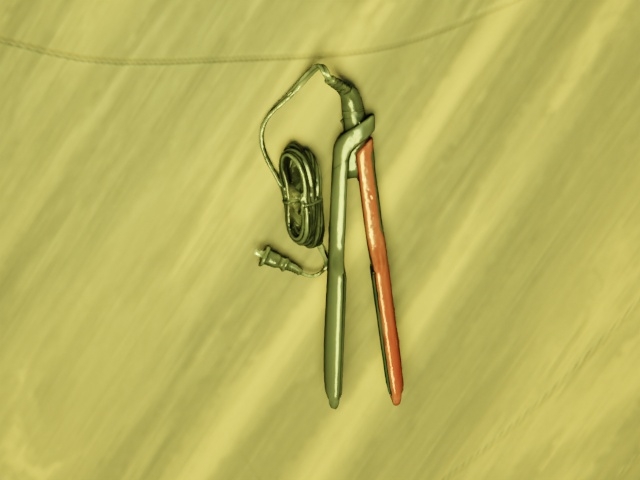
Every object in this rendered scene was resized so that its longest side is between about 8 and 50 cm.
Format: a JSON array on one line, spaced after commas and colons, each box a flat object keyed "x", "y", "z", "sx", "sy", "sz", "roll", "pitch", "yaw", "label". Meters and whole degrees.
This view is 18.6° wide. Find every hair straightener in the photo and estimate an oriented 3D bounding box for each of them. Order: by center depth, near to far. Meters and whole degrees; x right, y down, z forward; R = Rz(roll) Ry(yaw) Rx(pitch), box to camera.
[{"x": 0.000, "y": 0.000, "z": 1.264, "sx": 0.089, "sy": 0.047, "sz": 0.230, "roll": -6, "pitch": 105, "yaw": 0, "label": "hair straightener"}]
